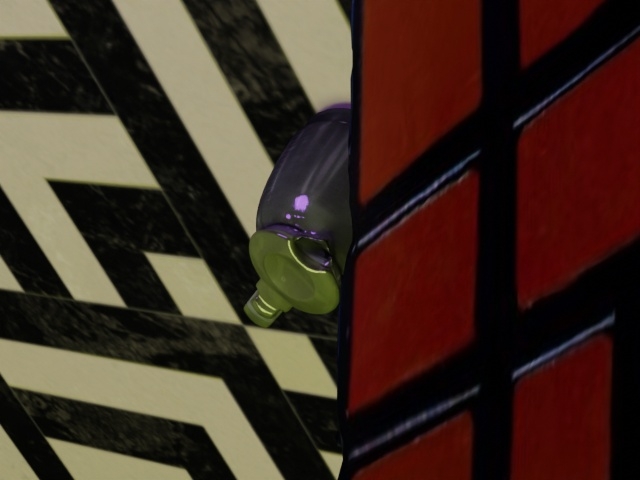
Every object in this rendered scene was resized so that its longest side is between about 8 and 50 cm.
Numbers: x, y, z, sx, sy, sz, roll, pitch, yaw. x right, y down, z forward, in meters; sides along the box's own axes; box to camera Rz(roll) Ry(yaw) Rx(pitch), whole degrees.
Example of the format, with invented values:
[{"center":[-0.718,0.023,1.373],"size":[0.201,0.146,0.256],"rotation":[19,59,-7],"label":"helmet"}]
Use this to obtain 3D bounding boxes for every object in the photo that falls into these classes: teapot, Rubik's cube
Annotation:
[{"center":[0.007,0.003,1.004],"size":[0.092,0.091,0.124],"rotation":[27,146,25],"label":"teapot"},{"center":[0.183,0.017,0.547],"size":[0.288,0.283,0.293],"rotation":[13,158,-19],"label":"Rubik's cube"}]
